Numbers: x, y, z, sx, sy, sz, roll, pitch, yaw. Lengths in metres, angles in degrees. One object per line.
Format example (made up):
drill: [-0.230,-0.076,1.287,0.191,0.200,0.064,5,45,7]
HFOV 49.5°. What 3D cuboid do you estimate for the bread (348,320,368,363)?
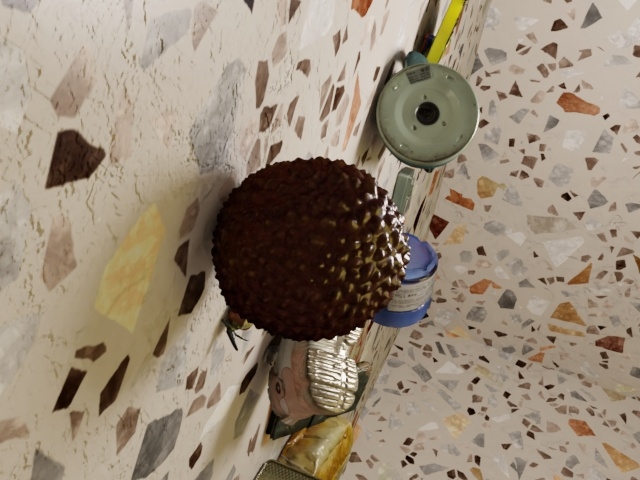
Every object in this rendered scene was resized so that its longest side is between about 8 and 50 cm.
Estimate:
bread: [0.049,0.315,2.026,0.327,0.114,0.295,90,24,-49]

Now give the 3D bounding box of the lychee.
lychee: [-0.016,0.010,1.000,0.304,0.275,0.275,-32,-163,42]

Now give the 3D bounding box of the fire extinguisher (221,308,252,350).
fire extinguisher: [-0.115,0.108,1.215,0.050,0.062,0.177,-18,-149,53]

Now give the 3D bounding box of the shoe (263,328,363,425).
shoe: [-0.032,0.234,1.546,0.198,0.172,0.350,-36,-145,41]

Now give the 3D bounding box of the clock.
clock: [0.332,-0.573,2.017,0.277,0.071,0.293,-64,179,-60]

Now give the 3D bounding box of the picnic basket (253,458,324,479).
picnic basket: [-0.066,0.710,1.810,0.165,0.267,0.139,-50,150,-50]

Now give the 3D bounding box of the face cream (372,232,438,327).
face cream: [0.249,0.122,2.262,0.249,0.249,0.225,-57,161,-45]

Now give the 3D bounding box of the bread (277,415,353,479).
bread: [-0.038,0.683,2.123,0.389,0.183,0.236,-36,128,-57]

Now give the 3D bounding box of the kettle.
kettle: [0.270,-0.341,1.828,0.342,0.247,0.319,-2,85,-84]

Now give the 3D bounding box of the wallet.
wallet: [0.002,0.418,1.840,0.317,0.044,0.169,-6,122,-44]

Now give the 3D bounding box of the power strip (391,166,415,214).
power strip: [0.297,-0.159,2.467,0.145,0.061,0.215,-48,154,-56]
